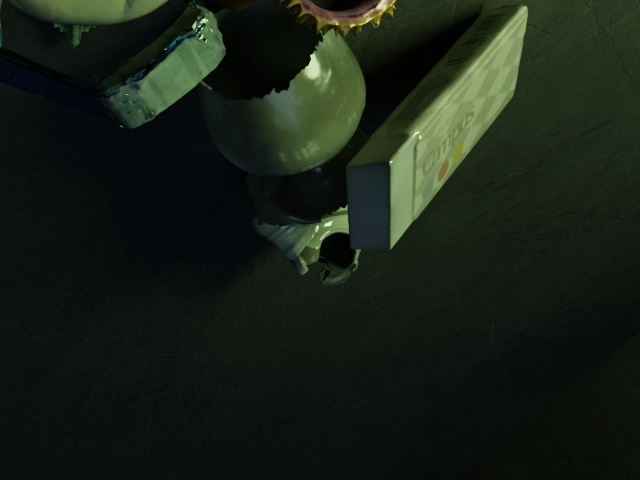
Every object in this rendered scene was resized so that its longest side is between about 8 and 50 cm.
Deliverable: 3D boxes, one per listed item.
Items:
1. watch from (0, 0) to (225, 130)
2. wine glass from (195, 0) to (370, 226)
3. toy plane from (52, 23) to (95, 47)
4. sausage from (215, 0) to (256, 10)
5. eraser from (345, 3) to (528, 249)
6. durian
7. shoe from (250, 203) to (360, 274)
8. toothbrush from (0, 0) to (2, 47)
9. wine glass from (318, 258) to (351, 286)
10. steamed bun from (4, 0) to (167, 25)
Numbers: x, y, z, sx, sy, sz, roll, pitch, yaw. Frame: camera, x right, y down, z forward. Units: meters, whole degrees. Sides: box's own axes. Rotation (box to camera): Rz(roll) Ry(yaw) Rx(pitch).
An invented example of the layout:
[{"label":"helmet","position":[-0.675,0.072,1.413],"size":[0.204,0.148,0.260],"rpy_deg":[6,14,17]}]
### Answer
[{"label":"watch","position":[-0.255,-0.215,0.966],"size":[0.276,0.274,0.068],"rpy_deg":[-34,144,-1]},{"label":"wine glass","position":[-0.045,-0.175,1.245],"size":[0.238,0.238,0.323],"rpy_deg":[-26,146,1]},{"label":"toy plane","position":[-0.305,-0.273,1.109],"size":[0.080,0.033,0.083],"rpy_deg":[-7,150,-26]},{"label":"sausage","position":[-0.061,-0.388,1.041],"size":[0.109,0.109,0.270],"rpy_deg":[7,135,-39]},{"label":"eraser","position":[0.173,-0.168,1.318],"size":[0.397,0.082,0.213],"rpy_deg":[-49,152,-33]},{"label":"durian","position":[0.030,-0.344,1.065],"size":[0.260,0.186,0.154],"rpy_deg":[-44,116,-7]},{"label":"shoe","position":[0.035,-0.027,1.492],"size":[0.316,0.159,0.124],"rpy_deg":[-21,167,-41]},{"label":"toothbrush","position":[-0.402,-0.243,1.080],"size":[0.040,0.040,0.386],"rpy_deg":[-2,141,-31]},{"label":"wine glass","position":[0.000,0.000,1.581],"size":[0.072,0.155,0.072],"rpy_deg":[-17,147,-12]},{"label":"steamed bun","position":[-0.218,-0.387,0.821],"size":[0.334,0.233,0.312],"rpy_deg":[-26,145,7]}]
